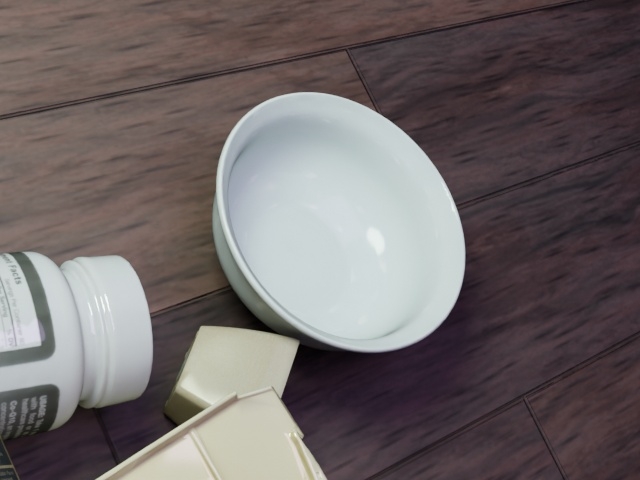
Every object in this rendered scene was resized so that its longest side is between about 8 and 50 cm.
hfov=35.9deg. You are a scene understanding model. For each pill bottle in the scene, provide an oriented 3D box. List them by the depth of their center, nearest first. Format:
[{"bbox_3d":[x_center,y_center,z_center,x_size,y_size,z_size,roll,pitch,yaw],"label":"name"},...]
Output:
[{"bbox_3d":[-0.300,0.094,0.835,0.283,0.161,0.161,-6,71,-32],"label":"pill bottle"}]

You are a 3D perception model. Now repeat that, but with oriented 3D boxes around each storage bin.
[{"bbox_3d":[-0.155,0.252,0.784,0.260,0.262,0.123,-29,81,-36],"label":"storage bin"}]

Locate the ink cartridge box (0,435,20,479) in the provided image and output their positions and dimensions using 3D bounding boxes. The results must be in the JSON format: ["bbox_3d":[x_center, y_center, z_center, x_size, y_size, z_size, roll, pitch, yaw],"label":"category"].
[{"bbox_3d":[-0.341,0.217,0.682,0.235,0.193,0.088,-25,80,-7],"label":"ink cartridge box"}]

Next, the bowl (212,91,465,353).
[{"bbox_3d":[0.000,0.000,1.066,0.298,0.134,0.298,14,59,-24],"label":"bowl"}]

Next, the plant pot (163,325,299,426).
[{"bbox_3d":[-0.093,0.145,0.972,0.096,0.109,0.109,22,57,-7],"label":"plant pot"}]
